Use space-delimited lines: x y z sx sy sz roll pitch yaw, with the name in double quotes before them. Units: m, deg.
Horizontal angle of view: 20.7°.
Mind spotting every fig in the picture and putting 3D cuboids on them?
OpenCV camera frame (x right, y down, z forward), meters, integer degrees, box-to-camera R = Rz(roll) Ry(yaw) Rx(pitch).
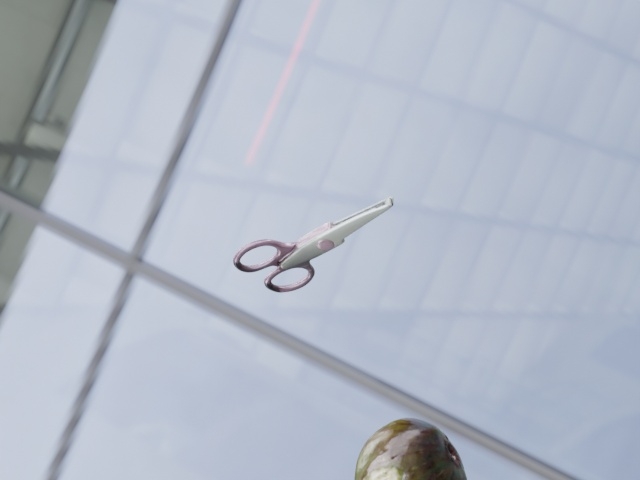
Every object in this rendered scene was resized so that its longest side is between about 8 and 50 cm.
"fig" 0.064 0.321 2.253 0.245 0.149 0.149 -24 -19 15

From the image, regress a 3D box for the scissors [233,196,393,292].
"scissors" 0.000 0.000 1.679 0.085 0.176 0.022 36 -142 -36
